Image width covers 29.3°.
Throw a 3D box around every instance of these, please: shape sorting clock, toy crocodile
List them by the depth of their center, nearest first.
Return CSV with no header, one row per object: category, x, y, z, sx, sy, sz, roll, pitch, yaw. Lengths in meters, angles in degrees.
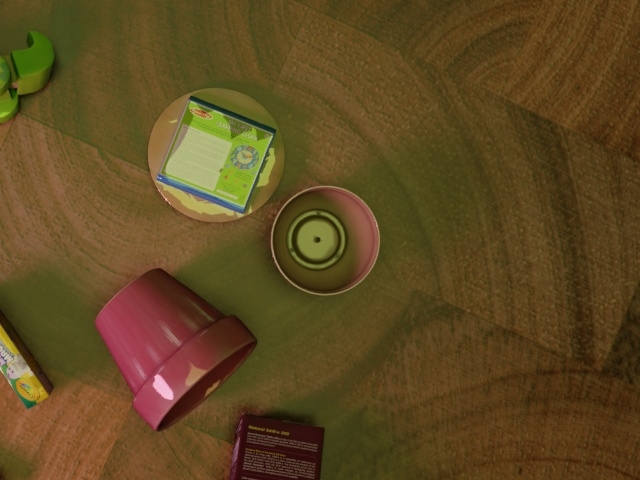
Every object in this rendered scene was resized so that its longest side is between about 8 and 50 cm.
toy crocodile,-0.546,-0.215,1.760,0.341,0.115,0.105,-19,74,-10
shape sorting clock,-0.157,-0.129,1.853,0.206,0.040,0.206,0,89,-5

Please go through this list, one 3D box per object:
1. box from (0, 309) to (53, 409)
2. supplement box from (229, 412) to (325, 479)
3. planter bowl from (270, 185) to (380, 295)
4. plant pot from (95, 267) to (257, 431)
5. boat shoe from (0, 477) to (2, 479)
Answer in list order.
box,-0.457,0.157,1.780,0.043,0.105,0.179,-32,94,-8
supplement box,-0.073,0.385,1.801,0.130,0.073,0.239,12,58,-8
planter bowl,0.000,0.000,1.843,0.162,0.109,0.162,0,90,-9
plant pot,-0.222,0.147,1.781,0.201,0.201,0.180,-41,80,-6
boat shoe,-0.567,0.305,1.784,0.229,0.080,0.076,21,89,-1
